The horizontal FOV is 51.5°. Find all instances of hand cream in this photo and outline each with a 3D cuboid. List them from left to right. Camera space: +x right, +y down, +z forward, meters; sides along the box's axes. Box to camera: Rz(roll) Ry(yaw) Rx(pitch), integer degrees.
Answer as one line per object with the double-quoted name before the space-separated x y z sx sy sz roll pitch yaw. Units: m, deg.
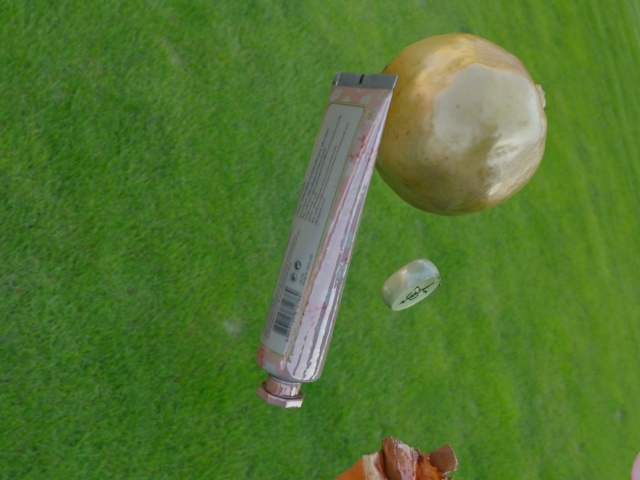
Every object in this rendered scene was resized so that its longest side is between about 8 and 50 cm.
"hand cream" 0.000 0.000 0.409 0.043 0.067 0.209 11 99 -31

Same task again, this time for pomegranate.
"pomegranate" 0.160 -0.139 0.808 0.233 0.233 0.232 19 64 -45

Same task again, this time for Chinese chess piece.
"Chinese chess piece" 0.120 0.060 0.881 0.084 0.084 0.034 -1 50 -49

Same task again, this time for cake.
"cake" 0.045 0.324 0.715 0.098 0.287 0.135 13 45 -26

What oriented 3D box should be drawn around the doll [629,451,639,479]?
"doll" 0.413 0.228 0.497 0.284 0.240 0.310 -44 113 -2
